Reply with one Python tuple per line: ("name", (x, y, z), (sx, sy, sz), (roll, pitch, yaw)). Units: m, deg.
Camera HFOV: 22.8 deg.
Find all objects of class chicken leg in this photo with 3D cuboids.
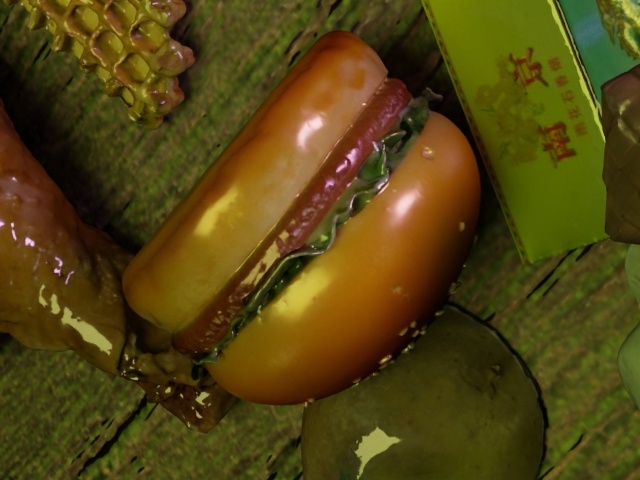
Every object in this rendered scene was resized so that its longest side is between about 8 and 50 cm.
("chicken leg", (-0.245, 0.031, 1.225), (0.409, 0.182, 0.295), (32, 129, 5))

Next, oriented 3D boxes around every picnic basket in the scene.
("picnic basket", (0.244, -0.049, 0.807), (0.178, 0.138, 0.128), (7, 111, 33))

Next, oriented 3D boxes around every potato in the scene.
("potato", (0.046, 0.147, 1.068), (0.182, 0.117, 0.202), (38, 120, 16))

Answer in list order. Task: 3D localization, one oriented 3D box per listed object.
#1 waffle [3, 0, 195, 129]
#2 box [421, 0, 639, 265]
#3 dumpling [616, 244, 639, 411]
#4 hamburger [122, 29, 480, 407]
("waffle", (-0.170, -0.166, 1.164), (0.161, 0.046, 0.192), (-17, 93, 34))
("box", (0.230, -0.120, 0.911), (0.335, 0.047, 0.187), (-20, 92, 36))
("dumpling", (0.225, 0.088, 0.911), (0.152, 0.108, 0.219), (-41, 69, 52))
("hamburger", (0.001, -0.001, 0.991), (0.170, 0.246, 0.246), (40, 123, -2))
